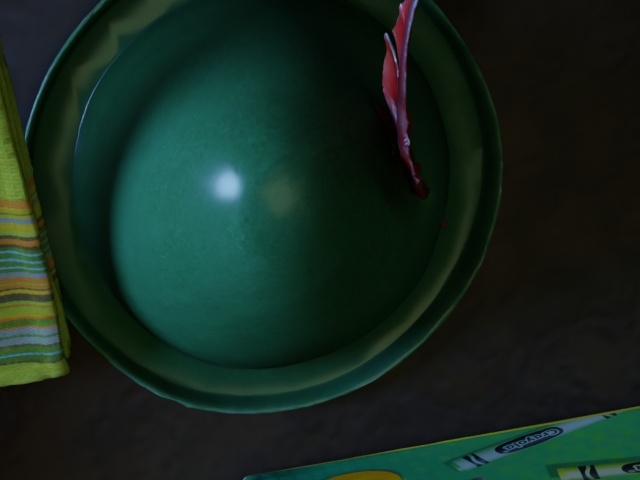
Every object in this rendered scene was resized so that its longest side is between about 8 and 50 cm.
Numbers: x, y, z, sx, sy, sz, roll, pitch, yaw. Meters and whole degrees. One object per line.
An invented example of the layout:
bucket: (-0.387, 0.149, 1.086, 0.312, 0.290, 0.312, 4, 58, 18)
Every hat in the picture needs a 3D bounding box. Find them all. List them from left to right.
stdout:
hat: (0.000, 0.000, 0.606, 0.173, 0.183, 0.208, -32, 117, -3)

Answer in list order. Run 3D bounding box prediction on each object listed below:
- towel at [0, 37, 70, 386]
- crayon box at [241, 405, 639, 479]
towel: (-0.141, -0.027, 0.587, 0.102, 0.021, 0.237, -14, 139, -9)
crayon box: (0.113, 0.157, 0.761, 0.278, 0.081, 0.165, -9, 113, -14)
